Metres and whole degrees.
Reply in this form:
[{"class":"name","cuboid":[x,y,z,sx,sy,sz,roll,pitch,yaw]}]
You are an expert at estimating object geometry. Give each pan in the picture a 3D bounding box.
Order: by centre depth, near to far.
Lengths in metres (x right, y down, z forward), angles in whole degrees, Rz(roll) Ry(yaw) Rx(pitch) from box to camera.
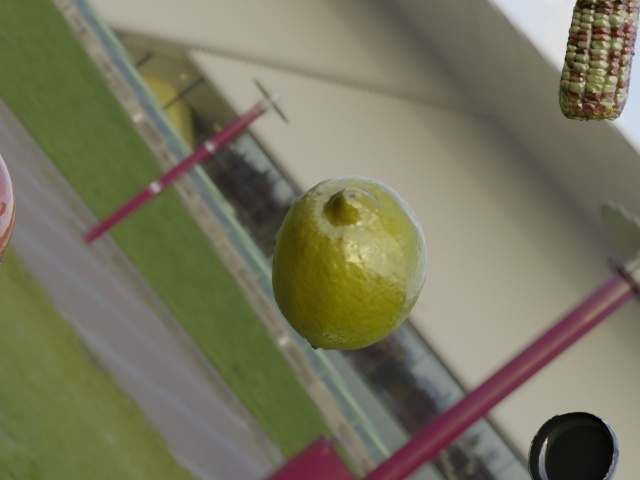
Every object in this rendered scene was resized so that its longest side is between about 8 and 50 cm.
[{"class":"pan","cuboid":[0.291,0.299,1.703,0.114,0.212,0.040,-11,-39,36]}]

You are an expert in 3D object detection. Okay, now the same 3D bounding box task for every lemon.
[{"class":"lemon","cuboid":[0.032,0.032,1.675,0.184,0.184,0.248,50,-35,31]}]

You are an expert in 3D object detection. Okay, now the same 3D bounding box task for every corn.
[{"class":"corn","cuboid":[0.302,-0.240,1.535,0.079,0.079,0.237,-135,-130,-67]}]

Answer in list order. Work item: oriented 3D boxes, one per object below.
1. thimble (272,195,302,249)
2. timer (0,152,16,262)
[{"class":"thimble","cuboid":[0.000,0.000,1.928,0.118,0.090,0.130,27,-14,20]},{"class":"timer","cuboid":[-0.461,-0.034,1.652,0.230,0.229,0.215,52,-33,8]}]
